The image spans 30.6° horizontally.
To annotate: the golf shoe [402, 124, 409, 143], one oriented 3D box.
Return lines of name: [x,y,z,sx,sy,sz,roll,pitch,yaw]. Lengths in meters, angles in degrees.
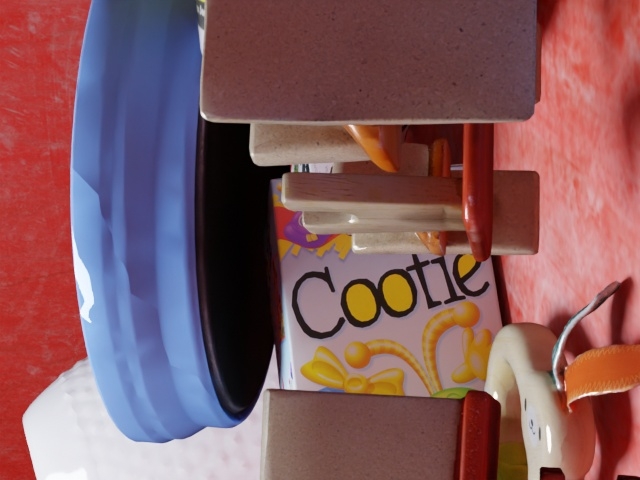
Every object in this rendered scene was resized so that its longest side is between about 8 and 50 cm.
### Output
golf shoe: [0.048,-0.149,0.892,0.273,0.105,0.120,89,157,-65]

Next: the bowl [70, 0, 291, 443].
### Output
bowl: [-0.084,-0.046,0.869,0.391,0.077,0.391,2,-90,-82]

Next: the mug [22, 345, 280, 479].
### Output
mug: [-0.107,0.246,1.183,0.276,0.328,0.374,95,156,-57]

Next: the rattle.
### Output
rattle: [0.078,0.092,0.614,0.200,0.142,0.130,91,-169,-71]

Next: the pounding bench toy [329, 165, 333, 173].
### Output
pounding bench toy: [0.037,-0.045,1.094,0.083,0.052,0.065,106,158,-68]

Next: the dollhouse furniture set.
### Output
dollhouse furniture set: [0.057,-0.019,0.432,0.262,0.135,0.259,41,-130,-76]

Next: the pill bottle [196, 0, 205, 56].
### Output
pill bottle: [0.019,-0.259,0.632,0.188,0.187,0.334,-115,23,-68]

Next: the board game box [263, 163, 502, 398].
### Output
board game box: [0.046,0.104,0.793,0.144,0.142,0.275,105,159,-72]

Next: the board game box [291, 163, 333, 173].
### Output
board game box: [0.000,0.000,1.375,0.305,0.053,0.193,103,161,-65]
